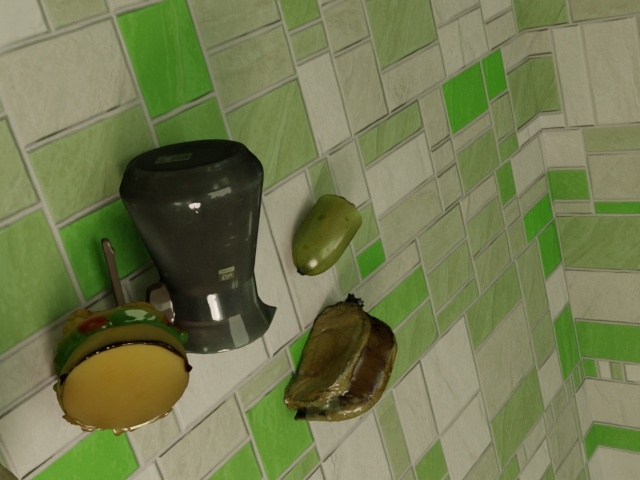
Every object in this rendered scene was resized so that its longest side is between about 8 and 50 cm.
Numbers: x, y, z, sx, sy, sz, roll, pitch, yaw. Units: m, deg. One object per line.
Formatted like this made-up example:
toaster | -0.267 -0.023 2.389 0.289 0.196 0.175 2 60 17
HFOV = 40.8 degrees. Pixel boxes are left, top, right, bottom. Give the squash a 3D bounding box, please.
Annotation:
squash | 0.000 0.000 1.896 0.186 0.123 0.123 -55 130 -29

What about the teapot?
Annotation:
teapot | -0.230 0.014 1.534 0.300 0.253 0.344 -14 110 -16

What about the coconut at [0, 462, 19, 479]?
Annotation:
coconut | -0.517 0.424 1.096 0.415 0.344 0.415 -40 148 -32

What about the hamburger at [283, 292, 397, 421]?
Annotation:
hamburger | 0.063 0.272 1.905 0.132 0.211 0.309 46 58 -35

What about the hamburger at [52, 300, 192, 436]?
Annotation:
hamburger | -0.332 0.199 1.433 0.237 0.149 0.237 -13 130 -16
